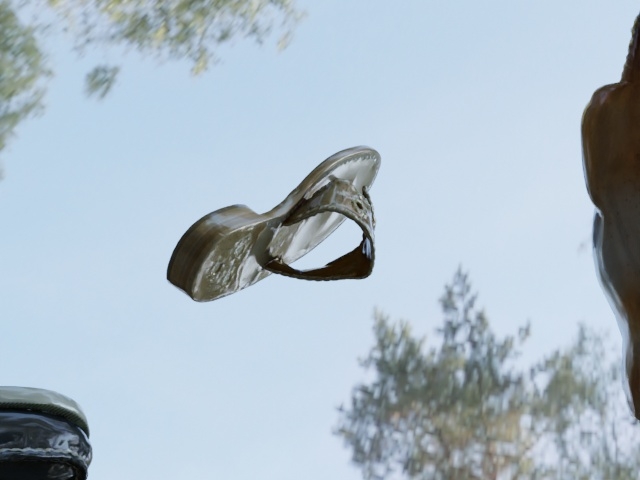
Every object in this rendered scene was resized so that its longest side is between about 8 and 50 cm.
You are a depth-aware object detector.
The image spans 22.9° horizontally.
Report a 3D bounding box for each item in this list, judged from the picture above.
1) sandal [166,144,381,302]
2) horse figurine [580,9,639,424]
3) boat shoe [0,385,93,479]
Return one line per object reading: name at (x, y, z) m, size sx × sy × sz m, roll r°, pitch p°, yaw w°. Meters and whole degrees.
sandal at (-0.002, 0.005, 1.086) m, size 0.079 × 0.240 × 0.088 m, roll 34°, pitch -58°, yaw 22°
horse figurine at (0.160, 0.003, 0.731) m, size 0.066 × 0.174 × 0.263 m, roll -6°, pitch -97°, yaw 13°
boat shoe at (-0.250, 0.164, 0.757) m, size 0.113 × 0.340 × 0.127 m, roll 53°, pitch -45°, yaw 33°
